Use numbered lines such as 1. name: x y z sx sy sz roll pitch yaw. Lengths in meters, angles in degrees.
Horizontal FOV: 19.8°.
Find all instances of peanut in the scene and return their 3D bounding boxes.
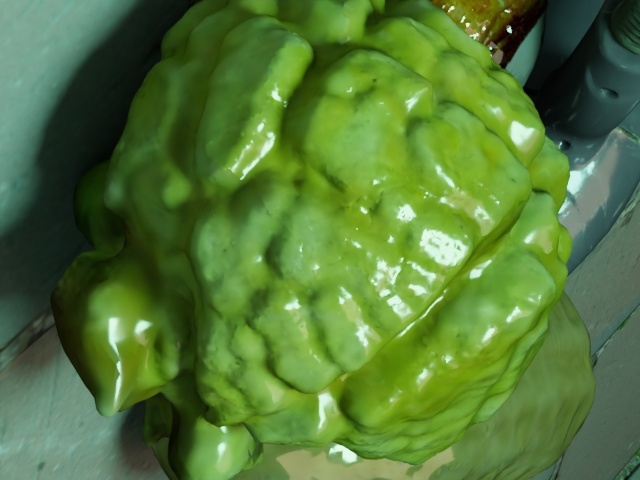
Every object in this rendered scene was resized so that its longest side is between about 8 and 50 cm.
1. peanut: 0.042 0.096 1.196 0.387 0.192 0.169 -7 96 -54

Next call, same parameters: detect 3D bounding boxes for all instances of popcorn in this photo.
1. popcorn: 0.000 0.000 0.869 0.270 0.224 0.258 -12 139 -51

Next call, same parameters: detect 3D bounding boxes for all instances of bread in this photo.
1. bread: 0.049 -0.079 1.060 0.139 0.095 0.269 -37 169 -33

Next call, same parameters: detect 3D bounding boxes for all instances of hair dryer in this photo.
1. hair dryer: 0.180 -0.132 1.053 0.361 0.121 0.301 123 -12 -84
